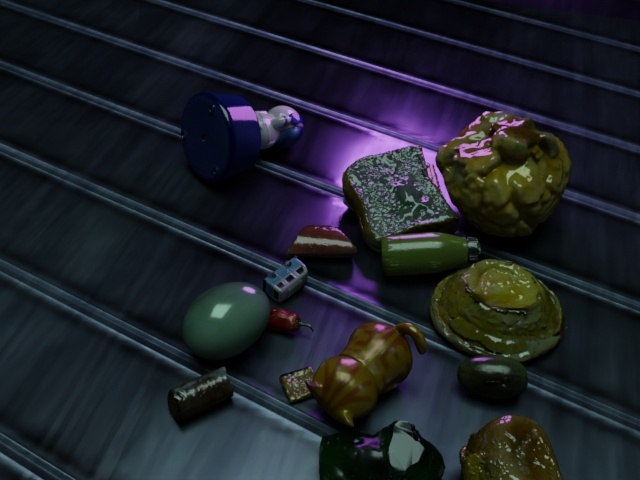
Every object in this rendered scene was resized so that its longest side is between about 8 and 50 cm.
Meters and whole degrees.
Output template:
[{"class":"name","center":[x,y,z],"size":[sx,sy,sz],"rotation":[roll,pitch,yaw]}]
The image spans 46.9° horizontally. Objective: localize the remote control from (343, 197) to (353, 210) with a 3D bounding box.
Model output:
[{"class":"remote control","center":[0.131,-0.143,2.237],"size":[0.065,0.029,0.166],"rotation":[36,46,11]}]

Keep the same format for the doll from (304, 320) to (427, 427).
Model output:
[{"class":"doll","center":[0.094,0.294,1.652],"size":[0.166,0.162,0.269],"rotation":[36,58,19]}]

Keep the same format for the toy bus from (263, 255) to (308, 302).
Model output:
[{"class":"toy bus","center":[-0.085,0.103,1.927],"size":[0.075,0.060,0.123],"rotation":[35,53,25]}]

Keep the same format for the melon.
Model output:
[{"class":"melon","center":[0.393,0.312,1.692],"size":[0.162,0.099,0.099],"rotation":[4,41,9]}]

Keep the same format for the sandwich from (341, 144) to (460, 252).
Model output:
[{"class":"sandwich","center":[0.217,-0.124,2.123],"size":[0.271,0.099,0.301],"rotation":[-14,59,-13]}]

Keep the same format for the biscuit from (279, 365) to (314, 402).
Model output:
[{"class":"biscuit","center":[-0.045,0.332,1.702],"size":[0.083,0.018,0.081],"rotation":[-15,45,-18]}]

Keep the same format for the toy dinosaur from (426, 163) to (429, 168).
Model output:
[{"class":"toy dinosaur","center":[0.246,-0.191,2.247],"size":[0.220,0.032,0.108],"rotation":[-29,57,-19]}]

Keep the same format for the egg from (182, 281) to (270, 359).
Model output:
[{"class":"egg","center":[-0.220,0.186,1.742],"size":[0.230,0.168,0.168],"rotation":[-32,52,-34]}]

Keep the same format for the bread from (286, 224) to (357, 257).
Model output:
[{"class":"bread","center":[0.000,0.000,2.042],"size":[0.192,0.067,0.119],"rotation":[-1,42,-5]}]

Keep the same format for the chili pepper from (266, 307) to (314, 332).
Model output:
[{"class":"chili pepper","center":[-0.105,0.194,1.829],"size":[0.191,0.050,0.059],"rotation":[9,58,18]}]

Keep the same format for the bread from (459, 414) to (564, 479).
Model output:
[{"class":"bread","center":[0.362,0.478,1.430],"size":[0.176,0.196,0.246],"rotation":[2,41,-8]}]

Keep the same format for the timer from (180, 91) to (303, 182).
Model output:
[{"class":"timer","center":[-0.210,-0.341,2.313],"size":[0.383,0.270,0.270],"rotation":[-16,43,-40]}]

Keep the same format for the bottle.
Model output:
[{"class":"bottle","center":[0.292,0.033,1.968],"size":[0.260,0.112,0.112],"rotation":[-4,41,4]}]

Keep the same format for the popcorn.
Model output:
[{"class":"popcorn","center":[0.520,-0.183,2.102],"size":[0.344,0.354,0.390],"rotation":[7,-6,36]}]

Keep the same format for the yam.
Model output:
[{"class":"yam","center":[-0.265,0.340,1.635],"size":[0.141,0.079,0.079],"rotation":[-19,46,-27]}]

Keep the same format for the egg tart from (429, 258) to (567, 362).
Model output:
[{"class":"egg tart","center":[0.452,0.153,1.854],"size":[0.345,0.133,0.345],"rotation":[3,39,-2]}]

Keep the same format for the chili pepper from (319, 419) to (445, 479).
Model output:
[{"class":"chili pepper","center":[0.126,0.453,1.503],"size":[0.264,0.116,0.148],"rotation":[5,45,3]}]

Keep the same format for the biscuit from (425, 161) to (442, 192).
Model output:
[{"class":"biscuit","center":[0.283,-0.160,2.263],"size":[0.172,0.029,0.255],"rotation":[2,44,-6]}]
